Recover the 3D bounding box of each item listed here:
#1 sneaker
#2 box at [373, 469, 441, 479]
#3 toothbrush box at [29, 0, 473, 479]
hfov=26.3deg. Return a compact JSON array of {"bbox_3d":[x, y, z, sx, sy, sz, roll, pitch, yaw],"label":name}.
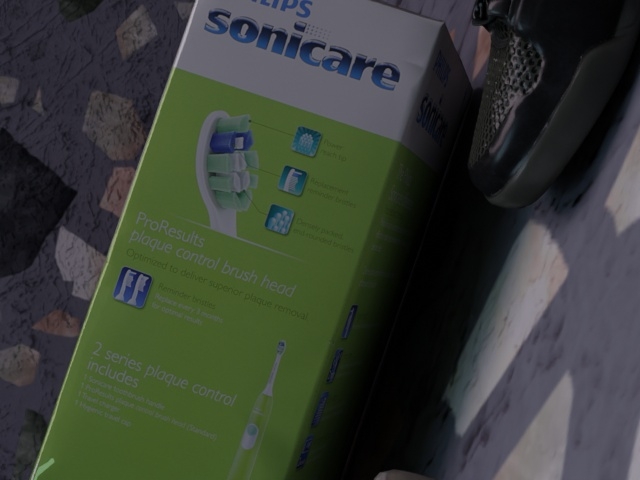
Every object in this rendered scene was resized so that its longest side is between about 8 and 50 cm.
[{"bbox_3d":[0.080,-0.133,0.577,0.087,0.130,0.228,-117,45,-78],"label":"sneaker"},{"bbox_3d":[0.045,0.142,0.216,0.275,0.113,0.094,-72,0,-77],"label":"box"},{"bbox_3d":[-0.025,0.020,0.712,0.206,0.122,0.283,9,-79,-79],"label":"toothbrush box"}]
